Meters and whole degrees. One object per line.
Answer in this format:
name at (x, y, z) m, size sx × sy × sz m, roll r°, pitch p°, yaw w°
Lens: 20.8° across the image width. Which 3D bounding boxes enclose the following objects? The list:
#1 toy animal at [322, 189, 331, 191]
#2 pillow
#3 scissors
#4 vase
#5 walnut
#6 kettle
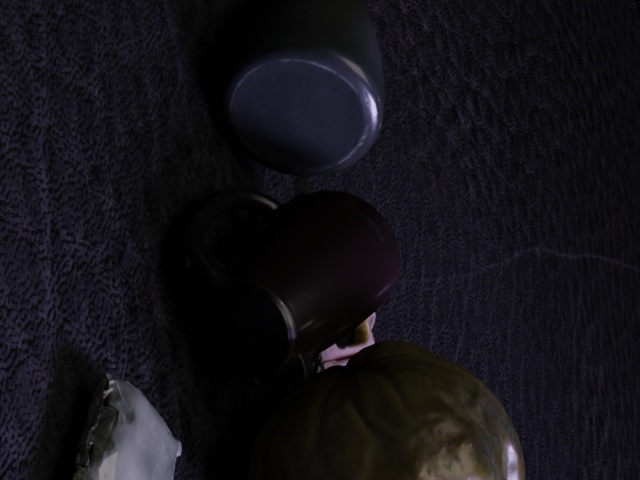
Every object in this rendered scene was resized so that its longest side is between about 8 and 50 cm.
toy animal at (0.000, 0.000, 1.928) m, size 0.065 × 0.047 × 0.135 m, roll 56°, pitch 31°, yaw -48°
pillow at (-0.174, 0.229, 1.459) m, size 0.128 × 0.051 × 0.229 m, roll 52°, pitch 37°, yaw -38°
scissors at (0.000, 0.133, 1.889) m, size 0.317 × 0.024 × 0.160 m, roll -5°, pitch 84°, yaw -64°
vase at (-0.005, -0.231, 1.898) m, size 0.173 × 0.173 × 0.321 m, roll 59°, pitch 26°, yaw -34°
walnut at (0.067, 0.245, 1.719) m, size 0.253 × 0.282 × 0.276 m, roll -21°, pitch 108°, yaw -25°
kettle at (-0.041, 0.031, 1.733) m, size 0.202 × 0.144 × 0.232 m, roll 55°, pitch 30°, yaw -2°
